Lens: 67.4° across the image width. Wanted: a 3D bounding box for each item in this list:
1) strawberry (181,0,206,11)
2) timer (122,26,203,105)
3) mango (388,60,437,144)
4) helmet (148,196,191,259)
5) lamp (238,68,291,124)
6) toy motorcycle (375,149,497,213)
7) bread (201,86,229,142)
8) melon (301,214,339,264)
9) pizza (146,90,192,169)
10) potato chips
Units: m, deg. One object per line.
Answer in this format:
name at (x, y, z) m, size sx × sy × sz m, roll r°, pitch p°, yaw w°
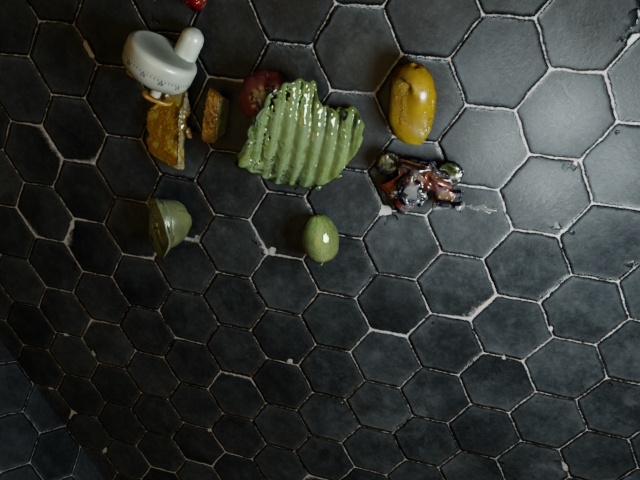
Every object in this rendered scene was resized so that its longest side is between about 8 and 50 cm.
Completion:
strawberry at (-0.399, -0.781, 1.514) m, size 0.106 × 0.106 × 0.106 m, roll 6°, pitch 114°, yaw 13°
timer at (-0.507, -0.594, 1.549) m, size 0.233 × 0.233 × 0.240 m, roll 38°, pitch 120°, yaw -3°
mango at (0.284, -0.415, 1.462) m, size 0.151 × 0.156 × 0.249 m, roll -14°, pitch 115°, yaw -18°
helmet at (-0.572, -0.060, 1.856) m, size 0.204 × 0.137 × 0.258 m, roll 53°, pitch 141°, yaw 30°
lamp at (-0.178, -0.468, 1.574) m, size 0.181 × 0.140 × 0.182 m, roll -2°, pitch 118°, yaw -5°
toy motorcycle at (0.366, -0.165, 1.557) m, size 0.400 × 0.134 × 0.207 m, roll 11°, pitch 116°, yaw 12°
bread at (-0.362, -0.431, 1.652) m, size 0.065 × 0.103 × 0.188 m, roll 18°, pitch 115°, yaw 7°
melon at (0.000, 0.000, 1.724) m, size 0.139 × 0.139 × 0.192 m, roll -1°, pitch 109°, yaw 15°
pizza at (-0.538, -0.416, 1.725) m, size 0.189 × 0.071 × 0.297 m, roll 21°, pitch 114°, yaw 19°
potato chips at (-0.073, -0.322, 1.591) m, size 0.373 × 0.097 × 0.389 m, roll 22°, pitch 124°, yaw -28°
